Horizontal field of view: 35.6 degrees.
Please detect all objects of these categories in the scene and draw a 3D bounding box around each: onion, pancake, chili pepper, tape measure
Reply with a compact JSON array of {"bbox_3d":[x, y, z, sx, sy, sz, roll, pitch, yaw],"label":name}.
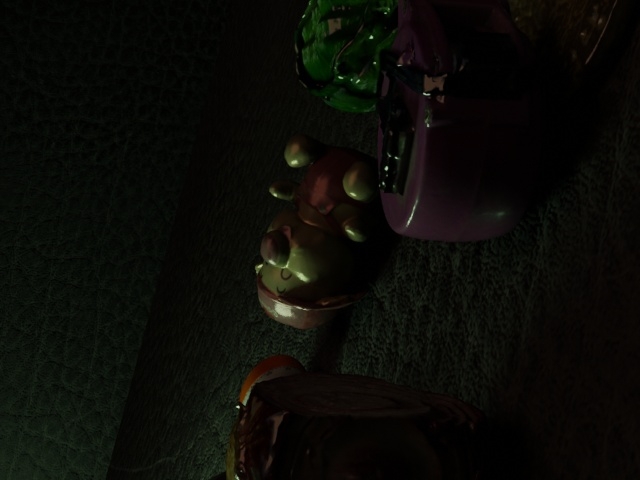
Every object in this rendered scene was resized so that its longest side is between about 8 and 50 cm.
[{"bbox_3d":[0.014,0.226,0.878,0.206,0.216,0.207,-177,98,-73],"label":"onion"},{"bbox_3d":[0.240,-0.238,1.022,0.288,0.033,0.286,145,138,-64],"label":"pancake"},{"bbox_3d":[0.081,-0.291,1.332,0.385,0.167,0.213,142,129,-73],"label":"chili pepper"},{"bbox_3d":[0.124,-0.121,0.990,0.245,0.149,0.232,-102,18,-56],"label":"tape measure"}]

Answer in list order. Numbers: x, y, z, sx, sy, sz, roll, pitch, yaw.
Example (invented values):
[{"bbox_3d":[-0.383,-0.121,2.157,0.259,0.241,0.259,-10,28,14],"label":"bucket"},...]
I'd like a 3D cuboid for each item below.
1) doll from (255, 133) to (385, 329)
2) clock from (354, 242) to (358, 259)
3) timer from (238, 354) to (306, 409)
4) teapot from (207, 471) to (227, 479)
[{"bbox_3d":[-0.003,-0.001,1.329,0.196,0.152,0.256,-124,54,-69],"label":"doll"},{"bbox_3d":[0.036,0.037,1.411,0.074,0.010,0.083,149,136,-64],"label":"clock"},{"bbox_3d":[-0.067,0.218,1.393,0.136,0.099,0.136,-45,29,32],"label":"timer"},{"bbox_3d":[-0.070,0.402,1.147,0.225,0.171,0.203,-104,3,-49],"label":"teapot"}]
